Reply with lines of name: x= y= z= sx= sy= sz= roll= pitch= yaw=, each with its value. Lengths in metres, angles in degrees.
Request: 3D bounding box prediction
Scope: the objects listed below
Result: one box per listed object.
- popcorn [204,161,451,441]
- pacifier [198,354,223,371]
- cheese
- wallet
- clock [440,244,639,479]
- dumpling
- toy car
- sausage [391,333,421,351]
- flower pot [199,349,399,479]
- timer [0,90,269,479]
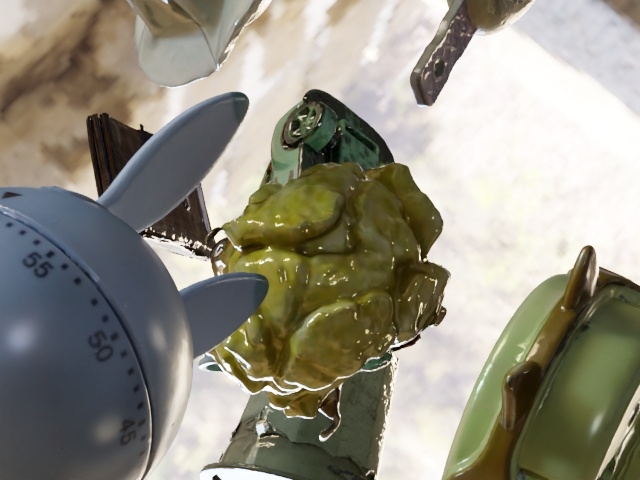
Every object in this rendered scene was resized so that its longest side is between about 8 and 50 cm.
popcorn: x=-0.009 y=0.043 z=1.091 sx=0.173 sy=0.168 sz=0.195 roll=39 pitch=135 yaw=-12
pacifier: x=-0.073 y=0.083 z=1.729 sx=0.150 sy=0.127 sz=0.116 roll=13 pitch=-125 yaw=-65
cheese: x=0.100 y=-0.157 z=1.091 sx=0.037 sy=0.192 sz=0.097 roll=8 pitch=141 yaw=31
wallet: x=-0.164 y=-0.049 z=1.679 sx=0.230 sy=0.042 sz=0.124 roll=17 pitch=-120 yaw=-69
clock: x=0.197 y=0.166 z=1.380 sx=0.117 sy=0.286 sz=0.348 roll=23 pitch=148 yaw=21
dumpling: x=-0.084 y=-0.185 z=1.049 sx=0.151 sy=0.124 sz=0.229 roll=116 pitch=149 yaw=-41
toy car: x=0.000 y=0.000 z=1.611 sx=0.125 sy=0.306 sz=0.136 roll=-28 pitch=131 yaw=34
sausage: x=-0.014 y=0.099 z=2.269 sx=0.330 sy=0.102 sz=0.102 roll=-3 pitch=136 yaw=28
flower pot: x=-0.010 y=0.203 z=1.887 sx=0.212 sy=0.202 sz=0.212 roll=14 pitch=160 yaw=5
timer: x=-0.128 y=0.031 z=0.808 sx=0.175 sy=0.255 sz=0.175 roll=5 pitch=119 yaw=9
